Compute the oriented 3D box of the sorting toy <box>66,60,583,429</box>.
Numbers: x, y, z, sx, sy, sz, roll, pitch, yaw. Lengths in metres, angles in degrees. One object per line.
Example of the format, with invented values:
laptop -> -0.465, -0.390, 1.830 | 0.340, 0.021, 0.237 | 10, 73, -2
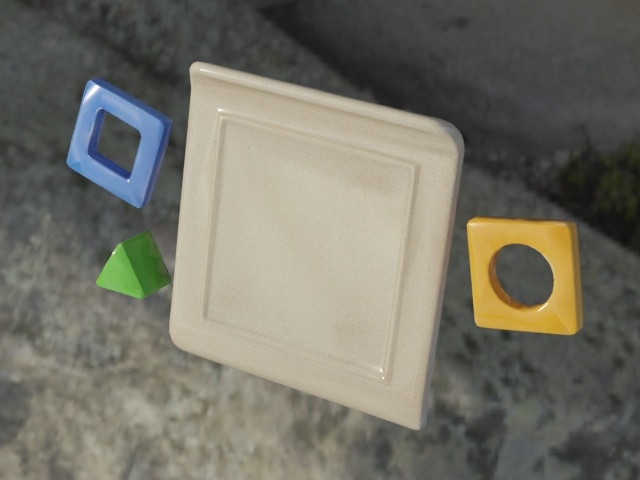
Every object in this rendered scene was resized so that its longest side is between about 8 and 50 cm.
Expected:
sorting toy -> 0.000, 0.000, 0.991 | 0.347, 0.047, 0.196 | 16, 115, 27
